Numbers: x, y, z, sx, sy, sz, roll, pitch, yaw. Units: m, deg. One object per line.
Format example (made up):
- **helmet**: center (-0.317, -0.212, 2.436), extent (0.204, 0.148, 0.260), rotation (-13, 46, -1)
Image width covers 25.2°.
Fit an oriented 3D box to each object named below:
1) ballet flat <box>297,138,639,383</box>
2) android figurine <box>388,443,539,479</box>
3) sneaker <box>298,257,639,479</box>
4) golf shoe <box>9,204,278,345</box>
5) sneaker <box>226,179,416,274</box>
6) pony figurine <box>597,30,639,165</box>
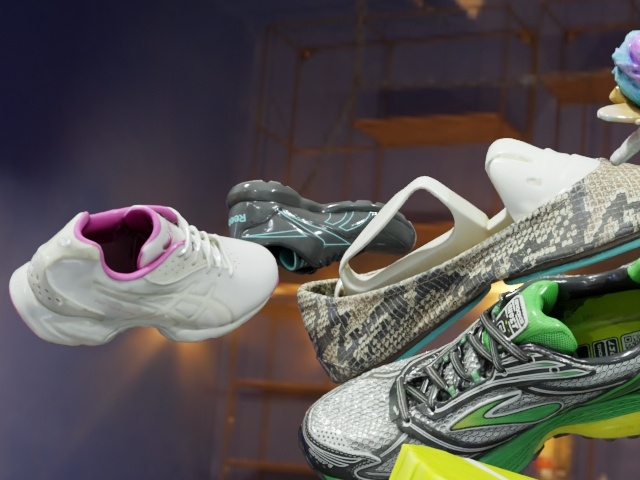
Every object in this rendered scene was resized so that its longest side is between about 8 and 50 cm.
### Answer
- **ballet flat**: center (0.172, -0.001, 1.580), extent (0.482, 0.182, 0.164), rotation (-29, 5, 23)
- **android figurine**: center (0.135, 0.162, 0.676), extent (0.272, 0.056, 0.248), rotation (19, 2, -39)
- **sneaker**: center (0.137, 0.093, 1.090), extent (0.343, 0.134, 0.146), rotation (-22, -45, 11)
- **golf shoe**: center (-0.148, 0.027, 1.413), extent (0.306, 0.115, 0.140), rotation (-6, -36, -43)
- **sneaker**: center (0.000, 0.000, 1.882), extent (0.267, 0.106, 0.101), rotation (9, -26, -20)
- **pony figurine**: center (0.426, -0.180, 1.132), extent (0.363, 0.303, 0.351), rotation (9, -56, -29)
